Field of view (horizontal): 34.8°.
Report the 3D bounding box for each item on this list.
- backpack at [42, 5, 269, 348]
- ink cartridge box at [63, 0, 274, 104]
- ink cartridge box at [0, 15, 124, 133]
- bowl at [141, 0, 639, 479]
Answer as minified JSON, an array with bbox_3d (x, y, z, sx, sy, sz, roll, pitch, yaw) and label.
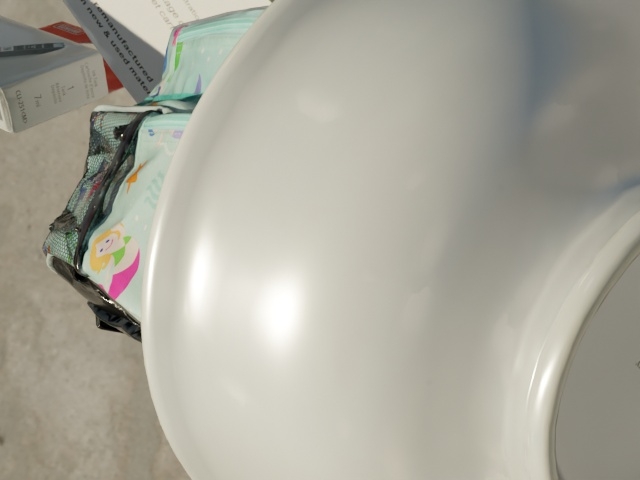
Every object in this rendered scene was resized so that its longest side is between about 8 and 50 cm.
[{"bbox_3d":[0.000,0.000,0.498,0.191,0.225,0.253,-68,25,1],"label":"backpack"},{"bbox_3d":[0.050,-0.248,0.650,0.395,0.166,0.285,-20,21,46],"label":"ink cartridge box"},{"bbox_3d":[-0.330,-0.220,1.181,0.275,0.239,0.060,24,132,39],"label":"ink cartridge box"},{"bbox_3d":[0.093,0.025,0.401,0.134,0.298,0.297,32,96,50],"label":"bowl"}]
